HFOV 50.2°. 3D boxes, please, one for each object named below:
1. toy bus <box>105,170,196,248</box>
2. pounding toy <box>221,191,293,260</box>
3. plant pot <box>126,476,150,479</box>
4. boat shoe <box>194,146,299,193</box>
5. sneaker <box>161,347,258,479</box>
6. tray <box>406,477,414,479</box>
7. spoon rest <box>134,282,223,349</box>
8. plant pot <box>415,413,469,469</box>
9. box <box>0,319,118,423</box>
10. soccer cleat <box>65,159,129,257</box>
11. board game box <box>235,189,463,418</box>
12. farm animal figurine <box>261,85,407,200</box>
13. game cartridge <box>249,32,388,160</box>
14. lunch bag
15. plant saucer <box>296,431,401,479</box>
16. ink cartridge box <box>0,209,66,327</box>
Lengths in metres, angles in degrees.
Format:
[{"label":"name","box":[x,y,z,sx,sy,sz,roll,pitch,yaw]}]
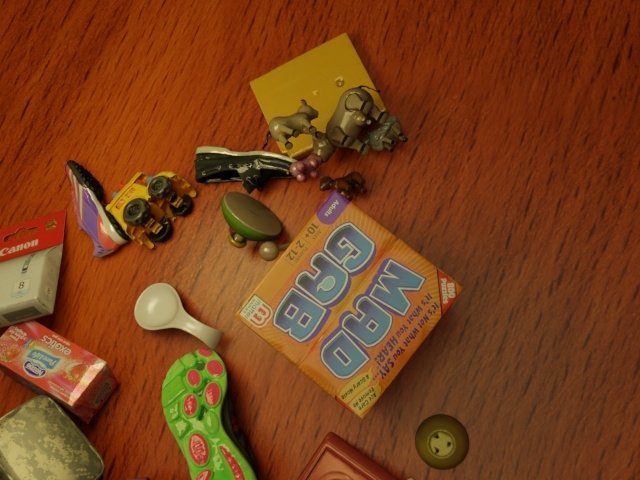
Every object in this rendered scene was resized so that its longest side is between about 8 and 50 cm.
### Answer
[{"label":"toy bus","box":[-0.501,-0.121,1.959,0.211,0.149,0.220,37,83,33]},{"label":"pounding toy","box":[-0.192,-0.019,1.868,0.237,0.183,0.110,43,113,14]},{"label":"plant pot","box":[-0.392,0.694,1.713,0.180,0.201,0.201,-4,75,-5]},{"label":"boat shoe","box":[-0.206,-0.188,1.914,0.340,0.127,0.113,9,79,15]},{"label":"sneaker","box":[-0.278,0.498,1.734,0.185,0.202,0.482,-16,56,-8]},{"label":"tray","box":[0.193,0.680,1.580,0.145,0.030,0.270,-37,28,6]},{"label":"spoon rest","box":[-0.396,0.206,1.861,0.276,0.084,0.137,23,75,24]},{"label":"plant pot","box":[0.297,0.494,1.668,0.134,0.095,0.134,-2,76,10]},{"label":"box","box":[-0.722,0.349,1.852,0.300,0.154,0.142,25,60,15]},{"label":"soccer cleat","box":[-0.682,-0.097,1.998,0.116,0.108,0.318,-37,75,5]},{"label":"board game box","box":[0.067,0.153,1.632,0.356,0.356,0.356,38,86,6]},{"label":"farm animal figurine","box":[0.030,-0.284,1.815,0.326,0.330,0.172,-47,43,0]},{"label":"game cartridge","box":[-0.008,-0.410,1.973,0.324,0.053,0.285,-26,73,6]},{"label":"lunch bag","box":[-0.719,0.589,1.768,0.305,0.256,0.213,42,48,15]},{"label":"plant saucer","box":[0.038,0.631,1.653,0.259,0.047,0.258,27,75,35]},{"label":"ink cartridge box","box":[-0.893,0.071,1.932,0.308,0.091,0.384,-16,51,7]}]
